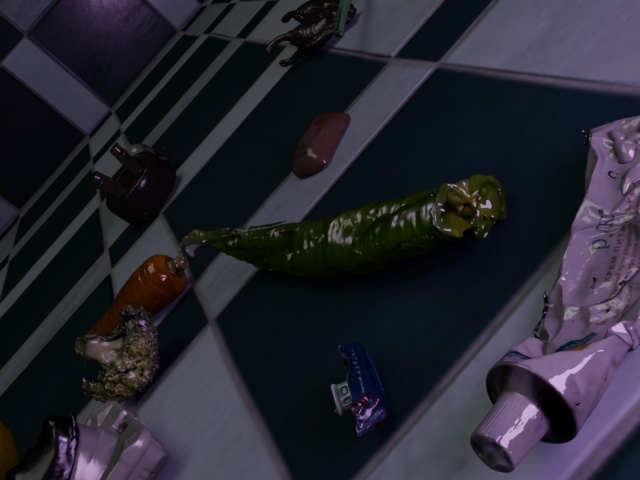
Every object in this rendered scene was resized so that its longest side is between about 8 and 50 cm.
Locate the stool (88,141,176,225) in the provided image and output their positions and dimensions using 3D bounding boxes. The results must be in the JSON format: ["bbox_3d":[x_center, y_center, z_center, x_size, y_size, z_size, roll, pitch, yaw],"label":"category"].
[{"bbox_3d":[-0.325,-0.116,1.350,0.125,0.121,0.217,-39,30,24],"label":"stool"}]

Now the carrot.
[{"bbox_3d":[-0.255,0.091,0.993,0.256,0.061,0.061,-37,26,32],"label":"carrot"}]

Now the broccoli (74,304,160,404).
[{"bbox_3d":[-0.219,0.124,0.832,0.097,0.092,0.095,-38,42,48],"label":"broccoli"}]

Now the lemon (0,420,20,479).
[{"bbox_3d":[-0.437,0.277,0.885,0.170,0.170,0.207,-45,21,8],"label":"lemon"}]

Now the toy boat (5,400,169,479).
[{"bbox_3d":[-0.257,0.253,0.662,0.269,0.141,0.140,-42,20,-21],"label":"toy boat"}]

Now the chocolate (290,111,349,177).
[{"bbox_3d":[-0.003,-0.122,0.911,0.064,0.031,0.101,-12,41,47],"label":"chocolate"}]

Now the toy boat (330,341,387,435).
[{"bbox_3d":[0.023,0.102,0.519,0.038,0.038,0.083,-42,25,14],"label":"toy boat"}]

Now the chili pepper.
[{"bbox_3d":[0.000,0.000,0.669,0.085,0.076,0.359,-32,14,-38],"label":"chili pepper"}]

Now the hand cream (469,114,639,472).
[{"bbox_3d":[0.150,0.017,0.421,0.084,0.050,0.257,-12,36,51],"label":"hand cream"}]

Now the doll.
[{"bbox_3d":[-0.008,-0.345,1.230,0.165,0.057,0.139,-18,35,35],"label":"doll"}]

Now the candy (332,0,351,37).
[{"bbox_3d":[0.043,-0.380,1.148,0.092,0.093,0.336,-24,34,26],"label":"candy"}]
